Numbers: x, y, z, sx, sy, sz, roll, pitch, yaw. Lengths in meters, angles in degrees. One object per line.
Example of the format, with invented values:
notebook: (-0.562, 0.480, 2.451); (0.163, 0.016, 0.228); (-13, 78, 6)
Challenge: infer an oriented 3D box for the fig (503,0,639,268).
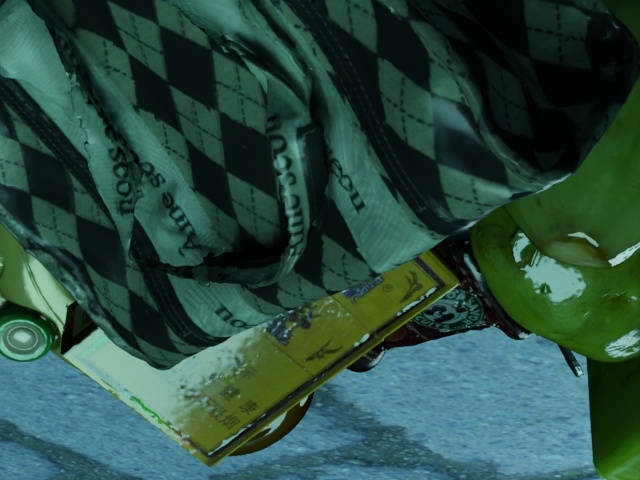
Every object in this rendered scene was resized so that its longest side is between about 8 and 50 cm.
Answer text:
fig: (0.185, -0.100, 0.797); (0.207, 0.230, 0.207); (43, 162, 18)

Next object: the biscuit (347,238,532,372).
biscuit: (0.094, 0.073, 1.259); (0.235, 0.063, 0.151); (-17, 143, 30)

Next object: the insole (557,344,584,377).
insole: (0.187, 0.033, 1.140); (0.012, 0.110, 0.309); (-31, 136, 8)

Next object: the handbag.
handbag: (-0.067, -0.111, 0.740); (0.317, 0.180, 0.416); (47, 140, -14)

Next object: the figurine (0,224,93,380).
figurine: (-0.178, 0.047, 1.177); (0.222, 0.124, 0.324); (-42, 116, 18)

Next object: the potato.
potato: (0.207, 0.000, 0.992); (0.148, 0.186, 0.253); (-29, 126, 15)

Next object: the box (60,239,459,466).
box: (-0.054, 0.047, 1.074); (0.301, 0.084, 0.193); (-38, 120, 16)

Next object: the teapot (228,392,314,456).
teapot: (-0.108, 0.138, 1.366); (0.178, 0.135, 0.252); (-29, 125, -5)

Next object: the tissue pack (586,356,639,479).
tissue pack: (0.372, 0.093, 1.105); (0.167, 0.200, 0.275); (12, 149, -13)
